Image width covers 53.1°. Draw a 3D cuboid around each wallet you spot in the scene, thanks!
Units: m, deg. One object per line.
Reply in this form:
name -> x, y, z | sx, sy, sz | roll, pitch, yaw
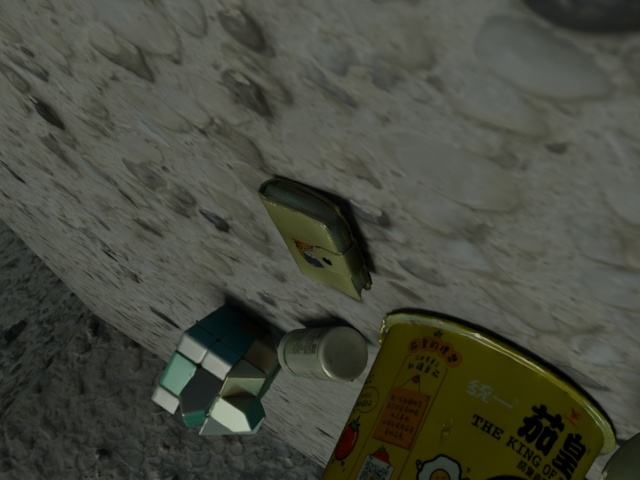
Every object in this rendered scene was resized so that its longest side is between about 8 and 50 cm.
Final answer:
wallet -> 0.000, 0.000, 0.731 | 0.110, 0.039, 0.155 | 25, 156, 33

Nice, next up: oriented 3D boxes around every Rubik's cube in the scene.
Rubik's cube -> -0.186, 0.274, 1.287 | 0.213, 0.224, 0.265 | 33, -159, 9

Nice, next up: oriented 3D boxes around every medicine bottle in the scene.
medicine bottle -> 0.000, 0.185, 1.050 | 0.086, 0.086, 0.183 | 41, 158, -14

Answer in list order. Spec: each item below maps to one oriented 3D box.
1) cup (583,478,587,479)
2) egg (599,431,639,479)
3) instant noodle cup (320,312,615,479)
cup -> 0.327, 0.437, 0.976 | 0.167, 0.173, 0.299 | 44, 157, -23
egg -> 0.337, 0.241, 0.549 | 0.183, 0.183, 0.217 | 33, 169, 6
instant noodle cup -> 0.157, 0.283, 0.797 | 0.325, 0.254, 0.326 | 30, 159, 13
